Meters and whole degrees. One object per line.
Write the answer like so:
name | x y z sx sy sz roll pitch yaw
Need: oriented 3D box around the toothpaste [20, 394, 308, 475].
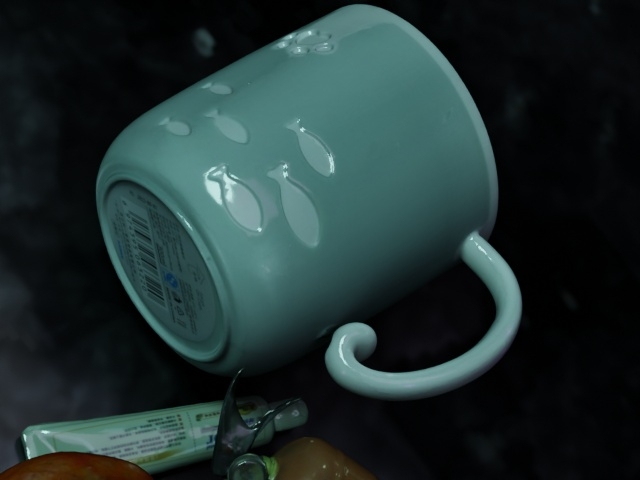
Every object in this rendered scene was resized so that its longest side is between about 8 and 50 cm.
toothpaste | -0.129 0.169 1.381 0.255 0.037 0.067 -9 77 -25

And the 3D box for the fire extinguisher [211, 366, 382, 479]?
fire extinguisher | 0.025 0.287 1.336 0.376 0.113 0.200 38 73 -14

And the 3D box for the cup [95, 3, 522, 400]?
cup | 0.000 0.000 1.371 0.274 0.259 0.357 -29 64 -29

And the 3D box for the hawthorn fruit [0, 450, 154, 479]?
hawthorn fruit | -0.189 0.240 1.217 0.185 0.202 0.185 17 52 -22
